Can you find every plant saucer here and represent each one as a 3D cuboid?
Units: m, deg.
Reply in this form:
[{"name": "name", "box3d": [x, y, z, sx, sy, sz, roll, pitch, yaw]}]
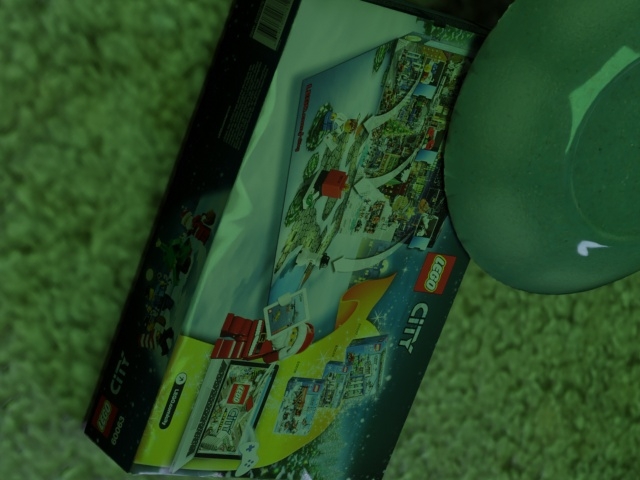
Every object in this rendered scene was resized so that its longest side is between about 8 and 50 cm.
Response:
[{"name": "plant saucer", "box3d": [0.150, -0.052, 0.877, 0.195, 0.037, 0.195, -16, 125, -24]}]

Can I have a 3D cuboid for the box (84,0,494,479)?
[{"name": "box", "box3d": [0.000, 0.000, 0.855, 0.159, 0.044, 0.233, 9, 107, -43]}]
